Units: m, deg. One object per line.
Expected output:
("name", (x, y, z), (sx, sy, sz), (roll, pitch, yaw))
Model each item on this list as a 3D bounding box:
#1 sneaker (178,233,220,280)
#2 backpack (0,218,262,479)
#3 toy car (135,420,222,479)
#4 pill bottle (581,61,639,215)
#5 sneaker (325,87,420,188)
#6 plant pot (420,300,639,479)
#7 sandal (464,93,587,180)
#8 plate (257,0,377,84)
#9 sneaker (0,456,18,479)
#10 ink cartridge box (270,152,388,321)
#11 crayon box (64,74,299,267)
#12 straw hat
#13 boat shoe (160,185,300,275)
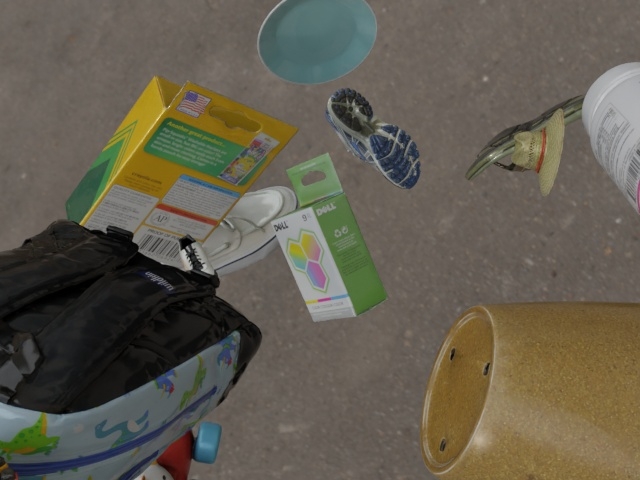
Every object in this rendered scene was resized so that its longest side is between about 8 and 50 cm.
("sneaker", (-0.161, 0.031, 1.087), (0.040, 0.043, 0.109), (-31, 36, -8))
("backpack", (-0.251, 0.129, 0.790), (0.290, 0.355, 0.273), (28, 94, 5))
("toy car", (-0.289, 0.398, 1.413), (0.238, 0.219, 0.210), (-169, 90, -84))
("pill bottle", (0.452, -0.125, 1.105), (0.160, 0.160, 0.283), (-37, 26, 17))
("sneaker", (0.057, -0.111, 0.937), (0.052, 0.135, 0.058), (-45, 9, -17))
("plant pot", (0.209, 0.135, 0.587), (0.237, 0.254, 0.237), (-161, 90, -81))
("sandal", (0.408, -0.182, 1.655), (0.303, 0.086, 0.120), (-27, 14, 38))
("plate", (-0.006, -0.316, 1.296), (0.188, 0.188, 0.024), (-30, 51, 22))
("sneaker", (-0.298, 0.203, 0.586), (0.225, 0.092, 0.088), (0, 22, 27))
("ink cartridge box", (0.000, 0.000, 1.124), (0.109, 0.062, 0.209), (-15, 98, 57))
("crayon box", (-0.210, -0.109, 1.261), (0.323, 0.203, 0.083), (-46, 46, 27))
("straw hat", (0.323, -0.137, 1.288), (0.061, 0.144, 0.144), (9, 68, 3))
("boat shoe", (-0.207, -0.026, 1.517), (0.367, 0.156, 0.136), (-26, 53, -10))
